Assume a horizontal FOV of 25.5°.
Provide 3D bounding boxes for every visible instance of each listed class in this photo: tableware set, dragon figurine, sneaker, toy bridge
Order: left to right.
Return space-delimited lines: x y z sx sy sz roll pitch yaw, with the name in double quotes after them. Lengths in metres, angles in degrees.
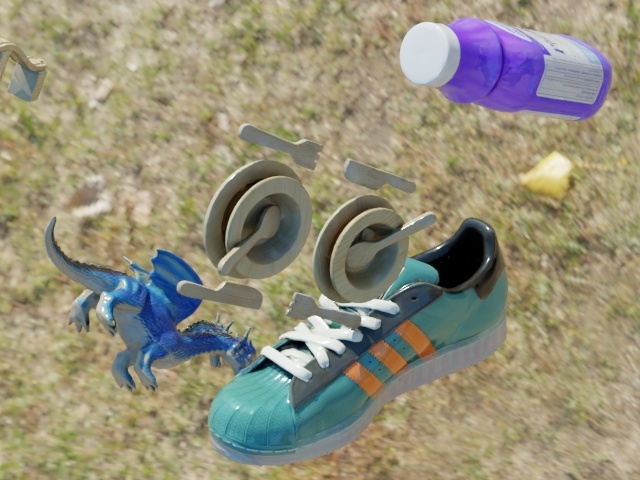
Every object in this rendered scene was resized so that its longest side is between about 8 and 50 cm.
-0.270 -0.133 1.138 0.026 0.188 0.063 27 110 9 "toy bridge"
-0.184 0.062 1.503 0.085 0.289 0.144 -11 30 51 "dragon figurine"
0.000 0.000 1.011 0.039 0.194 0.128 28 99 44 "tableware set"
0.031 0.071 1.143 0.302 0.121 0.108 -26 38 -33 "sneaker"

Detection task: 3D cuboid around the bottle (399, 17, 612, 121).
0.202 -0.190 1.551 0.118 0.283 0.092 34 112 40 "bottle"
